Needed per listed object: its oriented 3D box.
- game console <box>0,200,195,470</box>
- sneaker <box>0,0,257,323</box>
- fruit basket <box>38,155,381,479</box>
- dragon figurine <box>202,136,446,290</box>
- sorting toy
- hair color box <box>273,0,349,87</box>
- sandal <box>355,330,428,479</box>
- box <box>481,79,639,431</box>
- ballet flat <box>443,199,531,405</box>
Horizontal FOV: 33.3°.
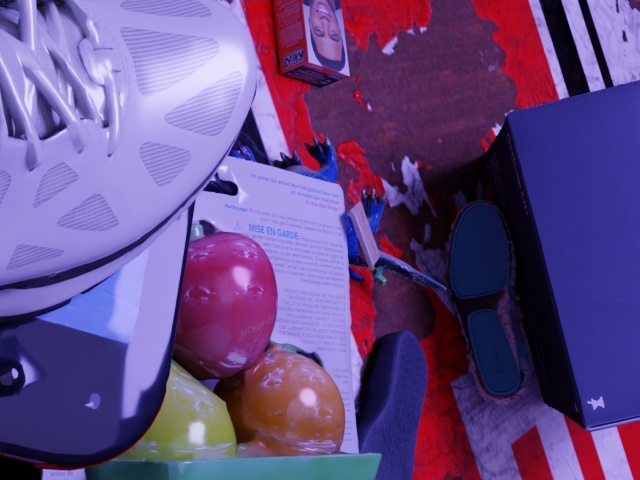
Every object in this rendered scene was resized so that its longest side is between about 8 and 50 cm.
[{"bbox_3d":[-0.227,-0.077,0.638,0.342,0.060,0.387,24,58,-33],"label":"game console"},{"bbox_3d":[-0.152,-0.056,0.489,0.447,0.257,0.169,-31,91,-40],"label":"sneaker"},{"bbox_3d":[-0.088,0.104,0.838,0.327,0.165,0.353,9,69,-48],"label":"fruit basket"},{"bbox_3d":[0.000,0.000,1.043,0.289,0.085,0.144,48,45,-27],"label":"dragon figurine"},{"bbox_3d":[0.043,0.008,0.997,0.062,0.012,0.083,-53,124,-77],"label":"sorting toy"},{"bbox_3d":[-0.013,-0.243,1.150,0.072,0.043,0.141,8,72,-50],"label":"hair color box"},{"bbox_3d":[0.056,0.196,1.076,0.097,0.054,0.254,62,30,-24],"label":"sandal"},{"bbox_3d":[0.323,0.021,1.236,0.312,0.178,0.343,29,47,-85],"label":"box"},{"bbox_3d":[0.197,0.075,1.273,0.077,0.091,0.241,36,49,-77],"label":"ballet flat"}]
